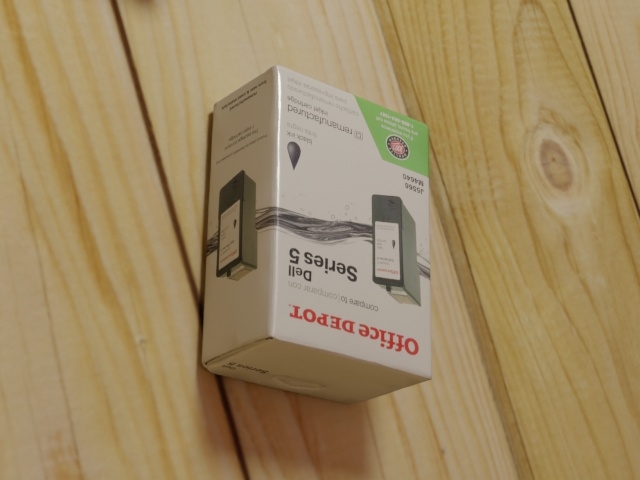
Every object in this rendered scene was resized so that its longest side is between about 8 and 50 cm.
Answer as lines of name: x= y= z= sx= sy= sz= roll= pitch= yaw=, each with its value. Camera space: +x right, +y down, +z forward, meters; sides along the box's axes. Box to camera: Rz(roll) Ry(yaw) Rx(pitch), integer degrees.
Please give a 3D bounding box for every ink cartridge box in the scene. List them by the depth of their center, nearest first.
ink cartridge box: x=0.000 y=0.000 z=1.237 sx=0.198 sy=0.115 sz=0.273 roll=17 pitch=62 yaw=-36
